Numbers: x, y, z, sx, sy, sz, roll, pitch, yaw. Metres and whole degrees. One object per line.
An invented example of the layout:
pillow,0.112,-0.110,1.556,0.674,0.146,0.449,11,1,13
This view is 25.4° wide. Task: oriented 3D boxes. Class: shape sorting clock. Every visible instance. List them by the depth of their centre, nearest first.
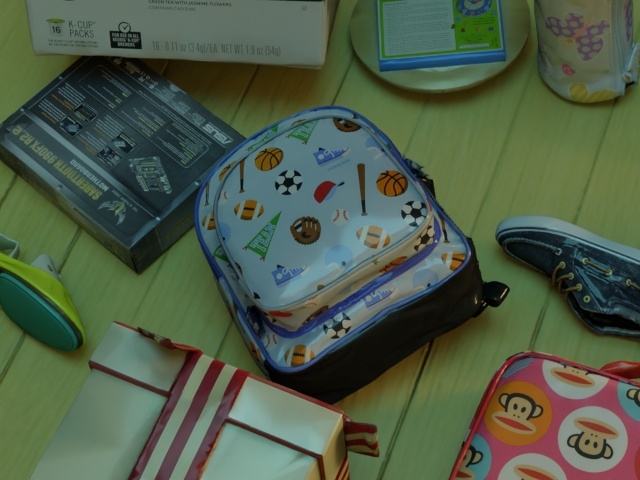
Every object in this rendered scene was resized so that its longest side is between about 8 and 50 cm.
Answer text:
shape sorting clock,0.137,-0.247,1.623,0.206,0.040,0.206,-4,59,6

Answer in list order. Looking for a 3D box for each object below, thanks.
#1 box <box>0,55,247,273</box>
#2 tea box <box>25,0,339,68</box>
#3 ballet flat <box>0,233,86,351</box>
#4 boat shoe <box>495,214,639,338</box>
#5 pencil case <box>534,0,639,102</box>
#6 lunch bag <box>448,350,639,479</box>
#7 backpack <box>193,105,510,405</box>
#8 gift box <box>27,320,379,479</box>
box,-0.216,-0.098,1.550,0.231,0.056,0.183,37,69,23
tea box,-0.144,-0.379,1.527,0.329,0.324,0.220,2,32,6
ballet flat,-0.322,0.036,1.473,0.231,0.077,0.077,24,47,19
boat shoe,0.257,0.037,1.432,0.183,0.065,0.083,17,60,12
pencil case,0.278,-0.264,1.494,0.113,0.273,0.124,-26,54,-4
lunch bag,0.270,0.222,1.289,0.293,0.120,0.258,20,62,15
backpack,0.000,0.000,1.401,0.276,0.213,0.263,-29,51,-9
gift box,-0.103,0.227,1.230,0.255,0.276,0.258,22,62,10
